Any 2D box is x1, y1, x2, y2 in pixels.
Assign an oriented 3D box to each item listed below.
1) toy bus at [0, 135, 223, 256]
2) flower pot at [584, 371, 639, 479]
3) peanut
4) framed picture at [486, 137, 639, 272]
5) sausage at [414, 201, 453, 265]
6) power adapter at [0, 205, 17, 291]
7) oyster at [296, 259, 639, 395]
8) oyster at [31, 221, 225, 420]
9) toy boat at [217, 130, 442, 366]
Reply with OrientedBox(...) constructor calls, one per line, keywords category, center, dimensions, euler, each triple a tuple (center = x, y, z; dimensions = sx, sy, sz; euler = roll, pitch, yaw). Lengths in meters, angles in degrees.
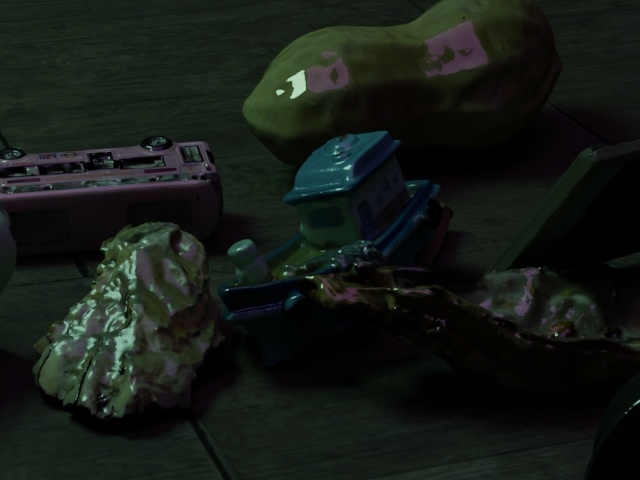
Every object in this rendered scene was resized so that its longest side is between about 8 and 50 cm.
OrientedBox(category="toy bus", center=(-0.177, -0.032, 1.490), dimensions=(0.203, 0.063, 0.090), euler=(-6, 29, -11))
OrientedBox(category="flower pot", center=(0.216, 0.133, 1.077), dimensions=(0.157, 0.157, 0.107), euler=(2, 11, 0))
OrientedBox(category="peanut", center=(0.075, -0.132, 1.646), dimensions=(0.313, 0.149, 0.149), euler=(-12, 28, -28))
OrientedBox(category="framed picture", center=(0.264, -0.043, 1.402), dimensions=(0.281, 0.209, 0.019), euler=(-16, 69, -24))
OrientedBox(category="sausage", center=(0.078, 0.003, 1.479), dimensions=(0.026, 0.026, 0.116), euler=(7, 26, 11))
OrientedBox(category="power adapter", center=(-0.345, 0.015, 1.236), dimensions=(0.187, 0.124, 0.255), euler=(47, 38, 6))
OrientedBox(category="oyster", center=(0.150, 0.054, 1.313), dimensions=(0.345, 0.078, 0.128), euler=(4, 27, -15))
OrientedBox(category="oyster", center=(-0.122, 0.048, 1.311), dimensions=(0.133, 0.072, 0.209), euler=(9, 27, 20))
OrientedBox(category="toy boat", center=(0.000, 0.000, 1.371), dimensions=(0.109, 0.098, 0.238), euler=(-5, 24, 34))
